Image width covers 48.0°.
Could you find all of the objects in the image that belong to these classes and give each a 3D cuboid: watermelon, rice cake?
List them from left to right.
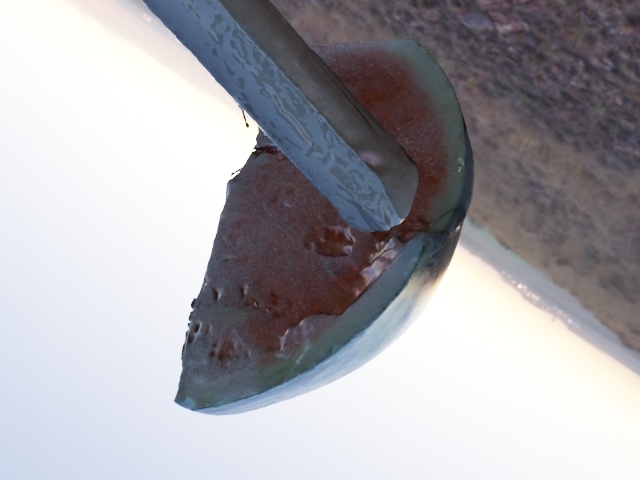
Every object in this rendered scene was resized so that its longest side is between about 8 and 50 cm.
[{"bbox_3d":[-0.040,-0.108,0.394,0.256,0.057,0.052,46,143,-14],"label":"rice cake"},{"bbox_3d":[0.000,0.000,0.539,0.180,0.305,0.224,22,147,-16],"label":"watermelon"}]
